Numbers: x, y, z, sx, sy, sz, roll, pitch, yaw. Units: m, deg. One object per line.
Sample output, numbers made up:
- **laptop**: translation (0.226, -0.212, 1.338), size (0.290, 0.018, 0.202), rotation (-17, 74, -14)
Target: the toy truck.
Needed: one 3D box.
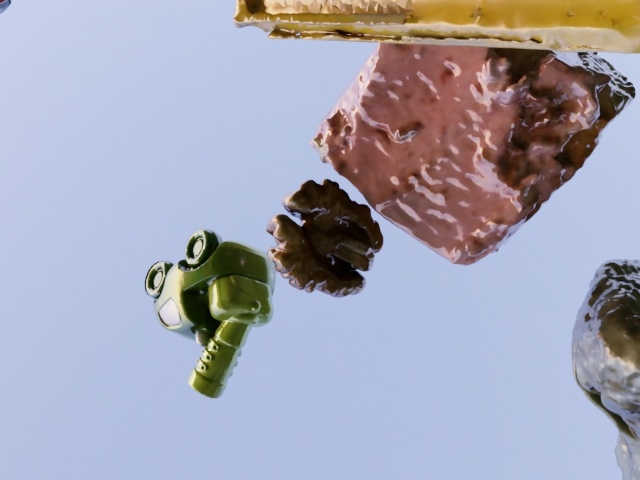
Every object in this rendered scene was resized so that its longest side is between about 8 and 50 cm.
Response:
- **toy truck**: translation (-0.142, 0.094, 1.147), size (0.148, 0.187, 0.210), rotation (25, -156, -39)

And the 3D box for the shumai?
- **shumai**: translation (0.434, 0.208, 1.064), size (0.292, 0.288, 0.330), rotation (38, -153, 30)

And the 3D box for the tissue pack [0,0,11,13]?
- **tissue pack**: translation (-0.383, -0.215, 0.734), size (0.103, 0.091, 0.170), rotation (55, -131, -21)

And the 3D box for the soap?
- **soap**: translation (0.095, -0.213, 0.545), size (0.325, 0.096, 0.204), rotation (14, -133, 39)

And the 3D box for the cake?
- **cake**: translation (0.193, -0.172, 1.062), size (0.307, 0.314, 0.293), rotation (39, -151, -3)

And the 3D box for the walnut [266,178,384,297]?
- **walnut**: translation (0.000, 0.000, 1.020), size (0.170, 0.069, 0.142), rotation (34, -103, -36)
